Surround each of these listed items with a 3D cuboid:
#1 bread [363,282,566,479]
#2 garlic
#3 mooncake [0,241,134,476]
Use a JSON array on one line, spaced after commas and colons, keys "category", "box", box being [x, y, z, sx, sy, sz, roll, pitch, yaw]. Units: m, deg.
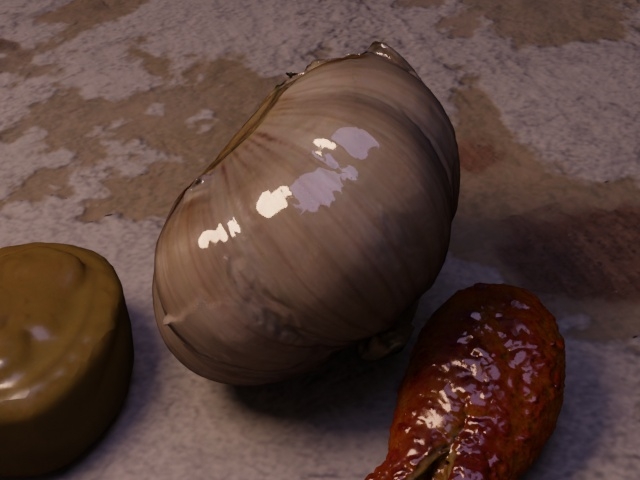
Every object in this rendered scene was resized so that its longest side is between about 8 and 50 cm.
[{"category": "bread", "box": [0.117, 0.138, 1.057, 0.139, 0.095, 0.269, 9, 45, 29]}, {"category": "garlic", "box": [-0.013, -0.010, 1.113, 0.241, 0.322, 0.322, 28, 47, 10]}, {"category": "mooncake", "box": [-0.276, 0.100, 1.138, 0.235, 0.117, 0.235, -3, 36, 2]}]
